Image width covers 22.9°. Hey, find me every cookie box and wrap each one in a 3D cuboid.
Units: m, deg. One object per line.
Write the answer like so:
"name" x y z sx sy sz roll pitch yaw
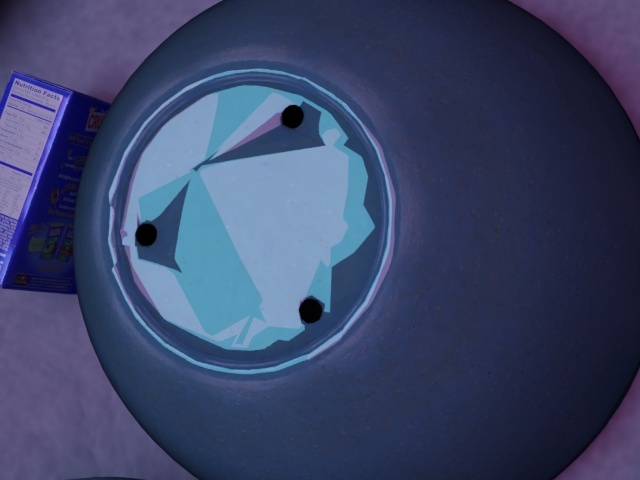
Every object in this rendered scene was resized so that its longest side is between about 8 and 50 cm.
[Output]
"cookie box" -0.146 -0.029 0.840 0.040 0.092 0.107 21 91 16

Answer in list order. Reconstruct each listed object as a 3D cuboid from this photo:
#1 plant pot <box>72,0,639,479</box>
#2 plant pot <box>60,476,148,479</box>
"plant pot" 0.000 0.000 0.733 0.290 0.195 0.290 -2 85 19
"plant pot" -0.117 0.258 0.726 0.271 0.271 0.255 -27 64 15
